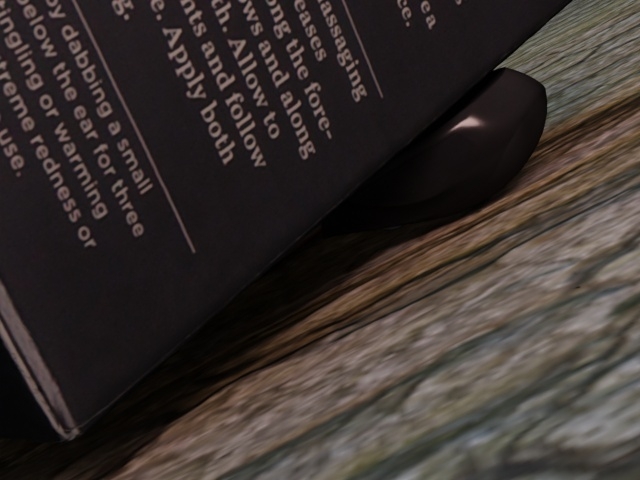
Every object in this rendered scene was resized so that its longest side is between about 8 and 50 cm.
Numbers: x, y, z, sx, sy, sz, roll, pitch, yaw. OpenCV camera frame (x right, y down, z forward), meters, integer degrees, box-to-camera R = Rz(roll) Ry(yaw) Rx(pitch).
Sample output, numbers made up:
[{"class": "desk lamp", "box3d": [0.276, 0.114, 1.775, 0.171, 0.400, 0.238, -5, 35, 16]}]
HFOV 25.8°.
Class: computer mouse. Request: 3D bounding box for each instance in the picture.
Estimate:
[{"class": "computer mouse", "box3d": [0.000, 0.000, 0.606, 0.242, 0.041, 0.071, -30, 12, 32]}]

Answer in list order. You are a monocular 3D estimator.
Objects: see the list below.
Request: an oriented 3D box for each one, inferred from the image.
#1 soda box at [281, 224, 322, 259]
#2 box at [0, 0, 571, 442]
[{"class": "soda box", "box3d": [-0.106, -0.008, 0.817, 0.083, 0.092, 0.263, -33, 8, -41]}, {"class": "box", "box3d": [-0.100, -0.122, 0.573, 0.293, 0.212, 0.395, -4, 28, 43]}]
